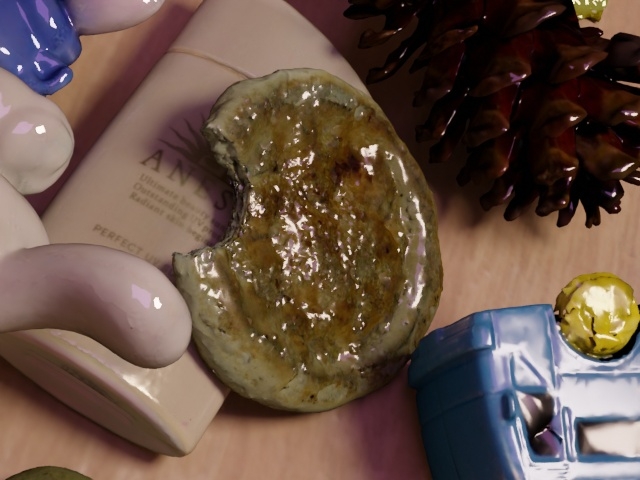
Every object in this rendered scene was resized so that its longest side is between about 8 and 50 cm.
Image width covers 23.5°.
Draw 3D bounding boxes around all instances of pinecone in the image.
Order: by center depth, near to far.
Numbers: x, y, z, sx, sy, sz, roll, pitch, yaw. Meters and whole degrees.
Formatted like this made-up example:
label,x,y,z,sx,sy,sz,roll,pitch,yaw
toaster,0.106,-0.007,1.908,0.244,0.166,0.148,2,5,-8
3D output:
label,x,y,z,sx,sy,sz,roll,pitch,yaw
pinecone,0.158,-0.146,1.148,0.246,0.246,0.292,-31,97,-29

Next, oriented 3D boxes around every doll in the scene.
label,x,y,z,sx,sy,sz,roll,pitch,yaw
doll,-0.251,-0.058,0.987,0.376,0.187,0.365,9,57,-2

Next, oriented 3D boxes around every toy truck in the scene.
label,x,y,z,sx,sy,sz,roll,pitch,yaw
toy truck,0.259,0.118,1.083,0.385,0.161,0.162,2,72,-18

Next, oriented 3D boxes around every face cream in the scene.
label,x,y,z,sx,sy,sz,roll,pitch,yaw
face cream,-0.082,-0.028,1.092,0.173,0.081,0.348,35,58,-5

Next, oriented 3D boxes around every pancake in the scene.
label,x,y,z,sx,sy,sz,roll,pitch,yaw
pancake,0.000,0.000,1.067,0.254,0.037,0.253,7,79,-43

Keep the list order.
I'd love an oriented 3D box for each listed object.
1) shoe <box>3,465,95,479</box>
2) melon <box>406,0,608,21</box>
label,x,y,z,sx,sy,sz,roll,pitch,yaw
shoe,-0.196,0.248,0.899,0.140,0.128,0.262,47,61,-6
melon,0.152,-0.225,1.308,0.262,0.053,0.114,-14,86,-20
